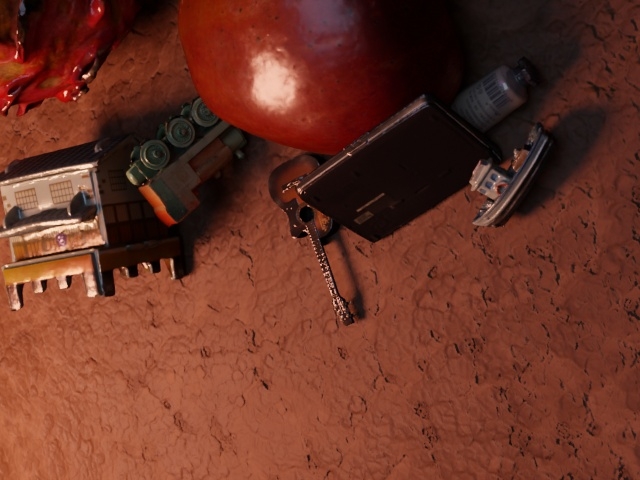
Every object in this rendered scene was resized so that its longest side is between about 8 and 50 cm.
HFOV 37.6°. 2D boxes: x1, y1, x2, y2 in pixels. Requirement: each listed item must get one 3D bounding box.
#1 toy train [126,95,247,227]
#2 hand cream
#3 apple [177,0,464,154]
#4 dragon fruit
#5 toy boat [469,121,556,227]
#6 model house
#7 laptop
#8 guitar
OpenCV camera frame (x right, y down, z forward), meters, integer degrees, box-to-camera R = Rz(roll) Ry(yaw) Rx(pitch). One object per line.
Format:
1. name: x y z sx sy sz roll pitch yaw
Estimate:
1. toy train: -0.174 -0.113 1.261 0.118 0.176 0.074 53 156 -14
2. hand cream: 0.158 -0.136 1.121 0.234 0.050 0.080 -34 76 33
3. apple: -0.003 -0.280 1.158 0.365 0.329 0.295 -3 135 34
4. dragon fruit: -0.398 -0.332 1.317 0.386 0.249 0.371 -32 49 40
5. toy boat: 0.211 -0.074 1.075 0.066 0.059 0.140 29 116 0
6. model house: -0.328 -0.027 1.326 0.224 0.198 0.215 -9 94 31
7. laptop: 0.091 -0.079 1.107 0.207 0.154 0.026 -34 47 28
8. guitar: 0.000 0.000 1.231 0.088 0.025 0.233 -25 81 29
